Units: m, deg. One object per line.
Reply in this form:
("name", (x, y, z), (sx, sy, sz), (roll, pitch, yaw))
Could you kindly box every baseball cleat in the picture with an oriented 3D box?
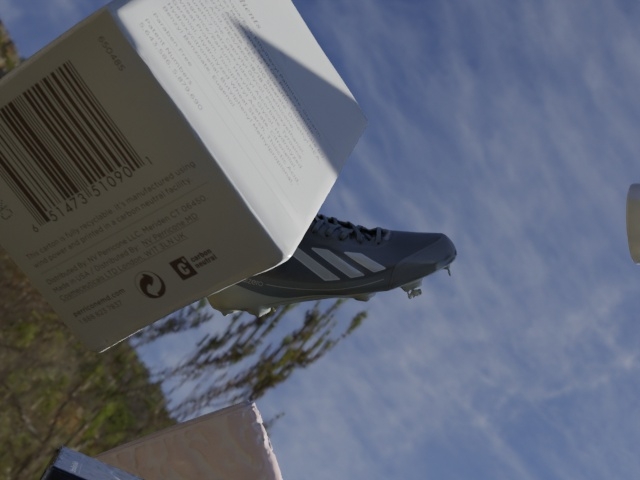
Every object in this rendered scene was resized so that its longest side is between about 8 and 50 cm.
("baseball cleat", (0.000, 0.000, 0.728), (0.206, 0.072, 0.109), (-12, -76, 4))

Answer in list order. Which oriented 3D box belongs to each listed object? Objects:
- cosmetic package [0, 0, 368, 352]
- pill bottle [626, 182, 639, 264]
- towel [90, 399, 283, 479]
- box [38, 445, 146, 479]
("cosmetic package", (-0.089, -0.063, 0.543), (0.151, 0.184, 0.151), (-25, -71, 30))
("pill bottle", (0.544, -0.029, 1.194), (0.272, 0.152, 0.152), (-2, -53, 28))
("towel", (-0.179, 0.425, 1.295), (0.317, 0.053, 0.332), (-20, -93, 14))
("box", (-0.148, 0.262, 0.760), (0.207, 0.108, 0.153), (25, -11, -8))
